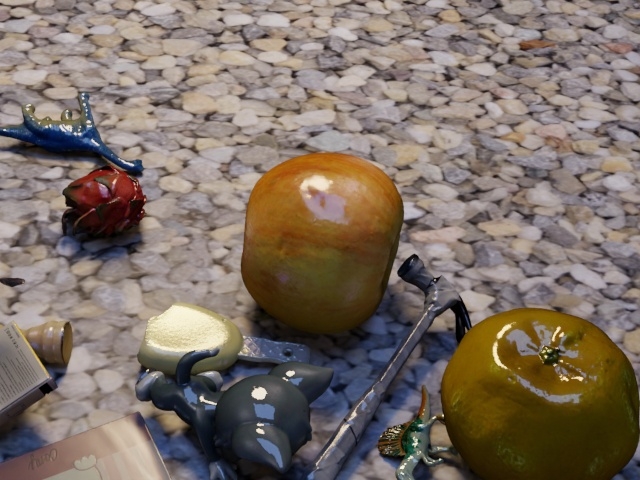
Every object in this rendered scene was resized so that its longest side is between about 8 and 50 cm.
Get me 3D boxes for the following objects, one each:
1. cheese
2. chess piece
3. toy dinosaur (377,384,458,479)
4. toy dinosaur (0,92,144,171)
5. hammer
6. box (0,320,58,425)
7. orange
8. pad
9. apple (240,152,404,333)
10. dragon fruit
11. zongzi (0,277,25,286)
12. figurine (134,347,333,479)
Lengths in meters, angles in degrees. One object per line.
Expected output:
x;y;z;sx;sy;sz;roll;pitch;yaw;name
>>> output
-0.142;0.157;1.576;0.255;0.050;0.127;7;43;-2;cheese
-0.433;0.147;1.538;0.122;0.066;0.066;3;45;0;chess piece
0.132;0.281;1.496;0.106;0.044;0.187;-18;40;-6;toy dinosaur
-0.458;-0.170;1.853;0.247;0.075;0.188;-12;55;-26;toy dinosaur
0.084;0.204;1.527;0.152;0.044;0.427;44;57;-5;hammer
-0.499;0.225;1.440;0.247;0.033;0.129;-34;56;-13;box
0.303;0.218;1.436;0.279;0.235;0.279;4;38;-3;orange
-0.345;0.353;1.380;0.299;0.005;0.202;-17;51;-22;pad
0.000;0.000;1.599;0.233;0.286;0.286;15;45;7;apple
-0.359;-0.062;1.729;0.142;0.130;0.121;-4;79;-13;dragon fruit
-0.643;0.224;1.370;0.499;0.218;0.467;-2;62;-10;zongzi
-0.120;0.221;1.450;0.265;0.140;0.193;29;43;15;figurine
